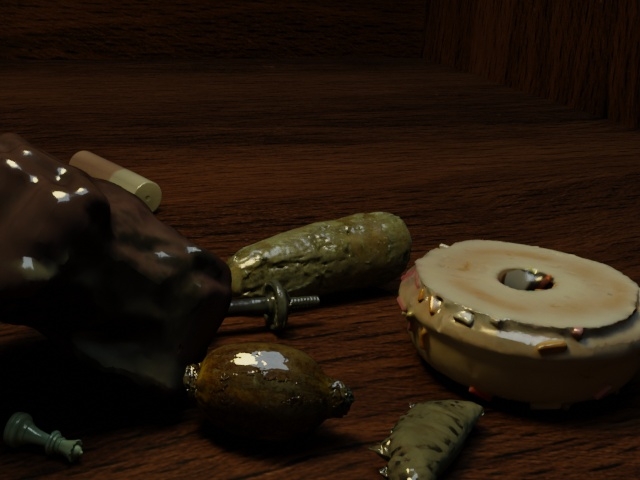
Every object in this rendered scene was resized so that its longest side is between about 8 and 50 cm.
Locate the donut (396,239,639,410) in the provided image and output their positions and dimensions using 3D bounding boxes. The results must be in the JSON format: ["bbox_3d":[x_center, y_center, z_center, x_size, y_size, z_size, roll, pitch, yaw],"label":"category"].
[{"bbox_3d":[0.294,0.117,1.489,0.382,0.142,0.382,5,19,-2],"label":"donut"}]

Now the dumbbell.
[{"bbox_3d":[-0.121,0.100,1.523,0.254,0.081,0.081,-4,21,-24],"label":"dumbbell"}]

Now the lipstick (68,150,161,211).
[{"bbox_3d":[-0.421,-0.120,2.084,0.070,0.070,0.254,-12,26,-40],"label":"lipstick"}]

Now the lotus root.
[{"bbox_3d":[-0.062,0.184,1.242,0.209,0.120,0.120,6,19,0],"label":"lotus root"}]

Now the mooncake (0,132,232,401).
[{"bbox_3d":[-0.309,0.023,1.293,0.350,0.212,0.381,23,-9,37],"label":"mooncake"}]

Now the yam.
[{"bbox_3d":[-0.013,0.039,1.675,0.330,0.133,0.133,-14,27,-32],"label":"yam"}]

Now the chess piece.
[{"bbox_3d":[-0.313,0.229,1.175,0.093,0.042,0.042,15,21,13],"label":"chess piece"}]

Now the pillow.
[{"bbox_3d":[0.123,0.239,1.235,0.093,0.051,0.241,19,24,21],"label":"pillow"}]
